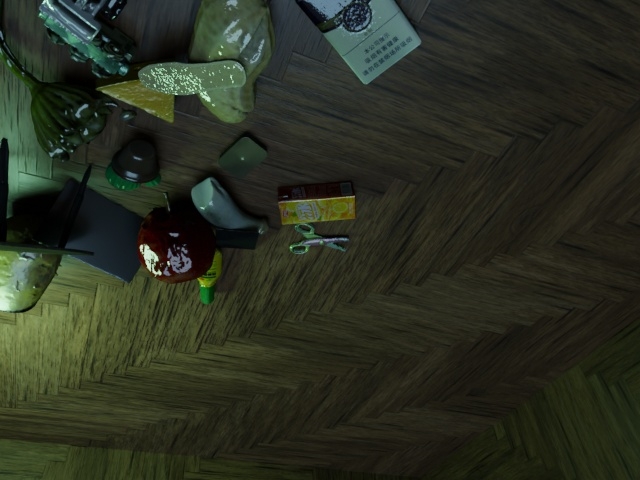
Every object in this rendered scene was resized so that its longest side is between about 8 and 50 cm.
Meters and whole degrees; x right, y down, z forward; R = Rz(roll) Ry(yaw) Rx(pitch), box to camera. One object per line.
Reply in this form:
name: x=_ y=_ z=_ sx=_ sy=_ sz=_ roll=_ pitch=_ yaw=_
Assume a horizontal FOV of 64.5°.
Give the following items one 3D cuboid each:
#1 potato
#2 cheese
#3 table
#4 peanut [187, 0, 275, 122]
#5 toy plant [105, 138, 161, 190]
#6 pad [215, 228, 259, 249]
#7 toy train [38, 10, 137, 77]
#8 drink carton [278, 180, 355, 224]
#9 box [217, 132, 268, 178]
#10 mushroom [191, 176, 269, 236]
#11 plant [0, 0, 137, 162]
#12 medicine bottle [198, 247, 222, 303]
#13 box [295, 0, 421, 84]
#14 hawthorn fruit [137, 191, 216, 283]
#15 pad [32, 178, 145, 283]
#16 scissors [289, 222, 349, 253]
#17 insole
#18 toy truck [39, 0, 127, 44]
potato: x=-0.874 y=0.045 z=1.486 sx=0.229 sy=0.229 sz=0.266 roll=19 pitch=124 yaw=-22
cheese: x=-0.427 y=-0.357 z=1.175 sx=0.171 sy=0.093 sz=0.126 roll=0 pitch=136 yaw=-22
table: x=-0.743 y=-0.101 z=1.268 sx=0.317 sy=0.249 sz=0.317 roll=3 pitch=174 yaw=0
peanut: x=-0.202 y=-0.417 z=1.119 sx=0.174 sy=0.158 sz=0.340 roll=1 pitch=144 yaw=-32
toy plant: x=-0.495 y=-0.189 z=1.358 sx=0.143 sy=0.105 sz=0.200 roll=5 pitch=154 yaw=-30
pad: x=-0.260 y=-0.001 z=1.568 sx=0.127 sy=0.004 sz=0.190 roll=5 pitch=163 yaw=-10
toy train: x=-0.495 y=-0.436 z=1.088 sx=0.081 sy=0.125 sz=0.194 roll=-38 pitch=124 yaw=26
drink carton: x=-0.011 y=-0.110 z=1.498 sx=0.223 sy=0.071 sz=0.096 roll=-5 pitch=136 yaw=-1
box: x=-0.212 y=-0.231 z=1.385 sx=0.126 sy=0.031 sz=0.091 roll=-37 pitch=127 yaw=28
mushroom: x=-0.266 y=-0.081 z=1.492 sx=0.118 sy=0.103 sz=0.270 roll=-20 pitch=145 yaw=26
plant: x=-0.634 y=-0.361 z=1.198 sx=0.251 sy=0.180 sz=0.333 roll=-32 pitch=97 yaw=33
medicine bottle: x=-0.378 y=0.118 z=1.696 sx=0.095 sy=0.064 sz=0.260 roll=5 pitch=135 yaw=-7
box: x=0.086 y=-0.494 z=1.122 sx=0.168 sy=0.071 sz=0.259 roll=-33 pitch=130 yaw=25
hawthorn fruit: x=-0.423 y=-0.018 z=1.472 sx=0.230 sy=0.210 sz=0.266 roll=5 pitch=113 yaw=23
pad: x=-0.644 y=-0.021 z=1.489 sx=0.300 sy=0.005 sz=0.202 roll=32 pitch=87 yaw=-32
scissors: x=0.000 y=0.000 z=1.644 sx=0.187 sy=0.020 sz=0.133 roll=9 pitch=129 yaw=-12
insole: x=-0.275 y=-0.349 z=1.088 sx=0.248 sy=0.011 sz=0.081 roll=0 pitch=138 yaw=15
toy truck: x=-0.411 y=-0.521 z=0.969 sx=0.136 sy=0.111 sz=0.286 roll=36 pitch=91 yaw=-31
